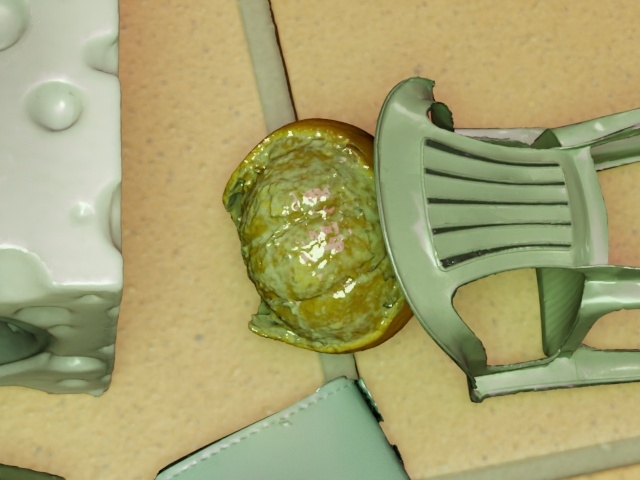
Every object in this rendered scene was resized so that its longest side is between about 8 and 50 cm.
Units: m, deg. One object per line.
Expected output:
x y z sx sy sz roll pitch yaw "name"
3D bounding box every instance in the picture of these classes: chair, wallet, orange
0.165 -0.012 1.120 0.274 0.190 0.203 -7 73 -5 "chair"
0.010 0.229 1.078 0.176 0.075 0.250 -25 77 -20 "wallet"
0.000 0.000 1.117 0.134 0.156 0.157 -23 73 27 "orange"

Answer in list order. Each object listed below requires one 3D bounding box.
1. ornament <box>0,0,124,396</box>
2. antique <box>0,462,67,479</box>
-0.245 -0.045 1.036 0.239 0.239 0.240 0 72 -9 "ornament"
-0.215 0.272 0.997 0.150 0.125 0.284 12 70 -10 "antique"
